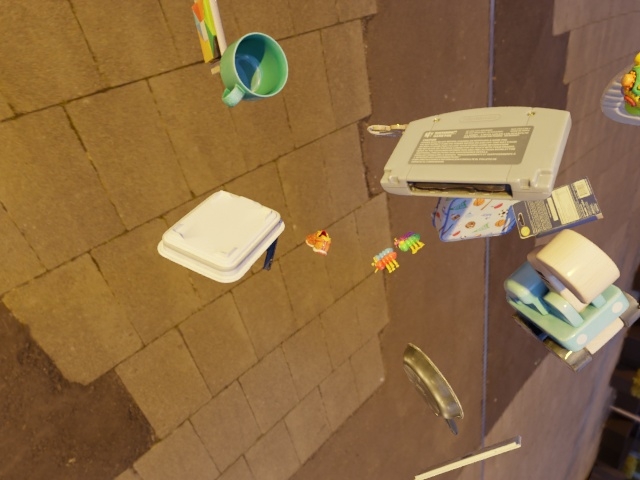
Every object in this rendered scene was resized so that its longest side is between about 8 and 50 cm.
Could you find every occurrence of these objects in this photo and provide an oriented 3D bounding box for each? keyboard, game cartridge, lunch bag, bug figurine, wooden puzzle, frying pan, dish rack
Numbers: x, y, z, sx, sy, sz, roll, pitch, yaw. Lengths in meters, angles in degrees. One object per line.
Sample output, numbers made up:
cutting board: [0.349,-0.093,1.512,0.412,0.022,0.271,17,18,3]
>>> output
keyboard: [0.335,0.500,0.974,0.256,0.014,0.072,-31,155,19]
game cartridge: [0.278,-0.163,0.779,0.198,0.298,0.062,-56,135,-29]
lunch bag: [0.546,-0.106,1.496,0.304,0.114,0.243,-6,136,-7]
bug figurine: [0.290,0.041,1.649,0.216,0.279,0.072,-36,90,6]
keyboard: [-0.160,0.014,1.437,0.108,0.023,0.180,74,28,-81]
wooden puzzle: [-0.318,-0.599,1.218,0.044,0.239,0.220,-17,110,-18]
frying pan: [0.261,0.363,1.030,0.053,0.197,0.326,-31,145,-11]
dish rack: [-0.295,-0.037,1.300,0.332,0.286,0.072,-52,157,-45]

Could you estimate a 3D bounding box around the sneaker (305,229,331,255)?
sneaker: [0.000,0.000,1.317,0.064,0.175,0.067,21,93,-19]

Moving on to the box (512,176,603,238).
box: [0.727,-0.094,1.321,0.037,0.225,0.136,29,49,-43]

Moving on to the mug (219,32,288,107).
mug: [-0.160,-0.362,0.910,0.158,0.097,0.129,-26,111,-32]

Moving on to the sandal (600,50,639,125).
sandal: [0.668,-0.337,0.781,0.102,0.170,0.416,-62,163,-4]

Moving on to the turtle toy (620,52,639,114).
turtle toy: [0.542,-0.248,0.705,0.066,0.095,0.130,-42,155,26]

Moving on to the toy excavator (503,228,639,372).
toy excavator: [0.558,0.112,1.004,0.445,0.433,0.222,42,97,-18]

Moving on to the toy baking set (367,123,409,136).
toy baking set: [0.218,-0.274,1.038,0.197,0.256,0.030,2,99,-1]
